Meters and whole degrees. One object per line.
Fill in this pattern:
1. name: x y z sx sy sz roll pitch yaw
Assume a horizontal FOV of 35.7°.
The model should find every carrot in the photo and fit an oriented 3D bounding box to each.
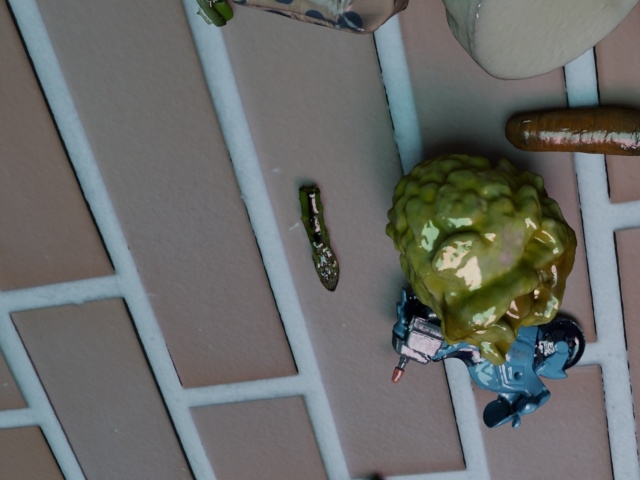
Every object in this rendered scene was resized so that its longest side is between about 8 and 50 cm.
1. carrot: 0.318 -0.135 1.213 0.186 0.060 0.060 4 121 12

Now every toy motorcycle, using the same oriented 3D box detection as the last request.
1. toy motorcycle: 0.219 0.158 1.373 0.272 0.123 0.182 21 100 -7

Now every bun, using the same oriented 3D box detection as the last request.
1. bun: 0.224 -0.319 1.060 0.263 0.175 0.263 -23 144 -18

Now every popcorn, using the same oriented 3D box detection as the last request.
1. popcorn: 0.200 0.008 1.215 0.212 0.259 0.259 -36 112 -2

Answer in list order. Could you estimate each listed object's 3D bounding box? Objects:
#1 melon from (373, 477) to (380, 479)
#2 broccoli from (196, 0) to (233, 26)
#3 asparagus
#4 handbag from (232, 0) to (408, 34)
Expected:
1. melon: 0.037 0.523 1.580 0.129 0.169 0.265 41 119 -17
2. broccoli: -0.156 -0.338 1.146 0.122 0.118 0.204 -32 133 -8
3. asparagus: 0.000 0.000 1.354 0.036 0.030 0.165 -13 118 4
4. handbag: 0.013 -0.334 1.032 0.190 0.251 0.193 17 112 7
